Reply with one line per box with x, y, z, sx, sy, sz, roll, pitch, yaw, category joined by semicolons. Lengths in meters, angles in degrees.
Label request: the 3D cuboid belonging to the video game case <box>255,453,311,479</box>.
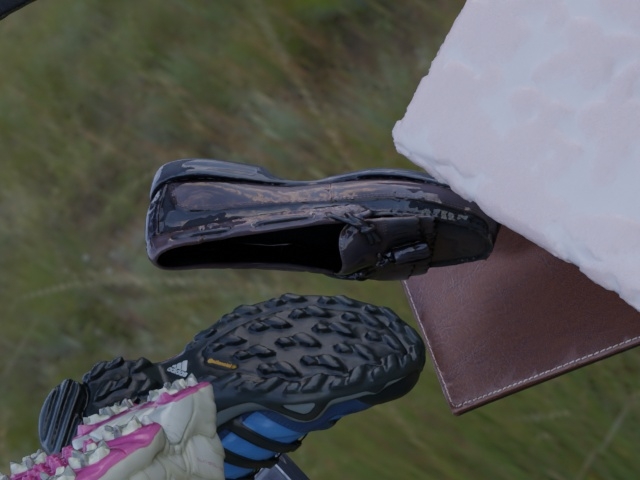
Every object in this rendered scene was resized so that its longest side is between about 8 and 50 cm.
0.011;0.381;2.018;0.026;0.274;0.196;-41;-6;-33;video game case

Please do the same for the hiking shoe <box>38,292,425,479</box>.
-0.064;0.133;1.358;0.132;0.304;0.113;78;177;-46;hiking shoe

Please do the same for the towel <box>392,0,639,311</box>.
0.236;-0.107;0.940;0.053;0.332;0.317;14;-72;-57;towel

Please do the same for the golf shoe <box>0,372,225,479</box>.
-0.125;0.182;1.120;0.115;0.140;0.306;-19;2;20;golf shoe

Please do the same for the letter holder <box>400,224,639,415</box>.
0.237;0.004;1.606;0.302;0.214;0.152;-25;-6;29;letter holder

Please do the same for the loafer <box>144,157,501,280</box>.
0.000;0.000;1.464;0.109;0.303;0.095;91;-174;-49;loafer

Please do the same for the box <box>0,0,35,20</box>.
-0.405;-0.380;1.388;0.297;0.471;0.480;-15;17;31;box
